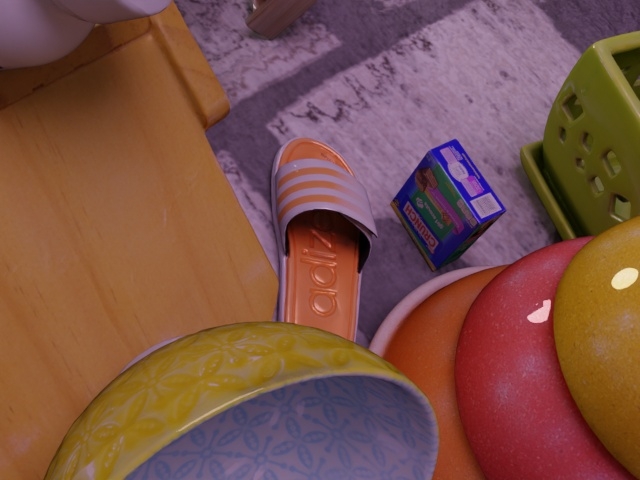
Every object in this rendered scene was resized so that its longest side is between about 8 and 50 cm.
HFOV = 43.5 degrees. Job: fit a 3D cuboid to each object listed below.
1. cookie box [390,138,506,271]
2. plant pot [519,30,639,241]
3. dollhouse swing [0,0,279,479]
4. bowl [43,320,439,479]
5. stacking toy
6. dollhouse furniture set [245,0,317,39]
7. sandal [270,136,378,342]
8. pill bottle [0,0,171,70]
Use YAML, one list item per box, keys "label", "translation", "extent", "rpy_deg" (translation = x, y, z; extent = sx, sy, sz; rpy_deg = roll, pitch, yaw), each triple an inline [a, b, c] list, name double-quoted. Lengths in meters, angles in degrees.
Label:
- label: "cookie box"
  translation: [0.126, -0.034, 0.816]
  extent: [0.040, 0.107, 0.092]
  rpy_deg: [-23, 72, -28]
- label: "plant pot"
  translation: [0.367, -0.078, 0.870]
  extent: [0.228, 0.207, 0.227]
  rpy_deg: [-15, 68, -26]
- label: "dollhouse swing"
  translation: [-0.262, -0.008, 0.688]
  extent: [0.315, 0.305, 0.347]
  rpy_deg: [18, 46, 41]
- label: "bowl"
  translation: [-0.076, 0.157, 0.572]
  extent: [0.289, 0.289, 0.156]
  rpy_deg: [-16, 40, -27]
- label: "stacking toy"
  translation: [0.256, 0.095, 0.571]
  extent: [0.350, 0.480, 0.350]
  rpy_deg: [9, 60, -16]
- label: "dollhouse furniture set"
  translation: [-0.113, -0.347, 0.843]
  extent: [0.242, 0.212, 0.161]
  rpy_deg: [17, 52, -43]
- label: "sandal"
  translation: [0.010, 0.002, 0.772]
  extent: [0.102, 0.076, 0.265]
  rpy_deg: [7, 61, -17]
- label: "pill bottle"
  translation: [-0.251, -0.192, 0.524]
  extent: [0.301, 0.169, 0.169]
  rpy_deg: [-2, 57, 19]
